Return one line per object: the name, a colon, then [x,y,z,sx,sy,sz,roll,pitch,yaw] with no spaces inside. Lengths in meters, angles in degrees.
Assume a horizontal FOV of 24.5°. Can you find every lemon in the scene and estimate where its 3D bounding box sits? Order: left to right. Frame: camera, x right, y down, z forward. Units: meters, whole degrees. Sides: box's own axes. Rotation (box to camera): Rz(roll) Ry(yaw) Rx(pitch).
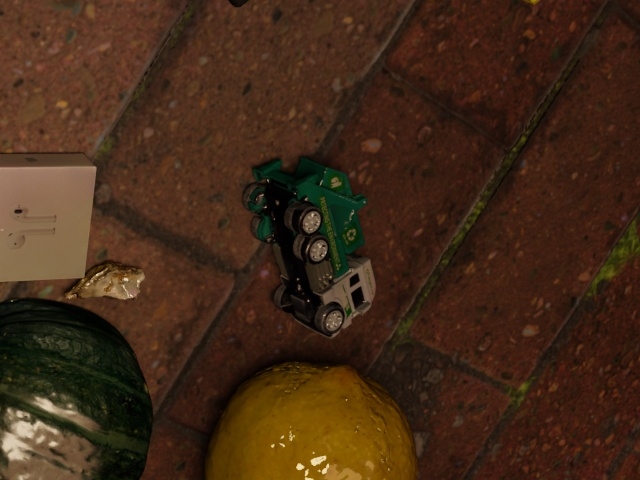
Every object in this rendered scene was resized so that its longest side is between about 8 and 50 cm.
lemon: [-0.015,0.289,1.759,0.258,0.258,0.310,2,103,-30]

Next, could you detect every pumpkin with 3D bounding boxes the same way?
pumpkin: [-0.314,0.222,1.598,0.263,0.197,0.293,34,91,-34]

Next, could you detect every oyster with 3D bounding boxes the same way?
oyster: [-0.242,0.046,1.657,0.093,0.034,0.051,4,126,-43]

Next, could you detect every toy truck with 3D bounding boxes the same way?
toy truck: [0.000,0.000,1.730,0.116,0.110,0.216,-33,125,-26]

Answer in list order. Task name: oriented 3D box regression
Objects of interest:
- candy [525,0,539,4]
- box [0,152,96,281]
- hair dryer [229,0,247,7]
candy: [0.227,-0.423,1.671,0.146,0.088,0.276,-40,125,-10]
box: [-0.314,-0.025,1.569,0.129,0.051,0.130,-2,113,-29]
hair dryer: [-0.147,-0.322,1.514,0.197,0.089,0.251,-51,133,0]
